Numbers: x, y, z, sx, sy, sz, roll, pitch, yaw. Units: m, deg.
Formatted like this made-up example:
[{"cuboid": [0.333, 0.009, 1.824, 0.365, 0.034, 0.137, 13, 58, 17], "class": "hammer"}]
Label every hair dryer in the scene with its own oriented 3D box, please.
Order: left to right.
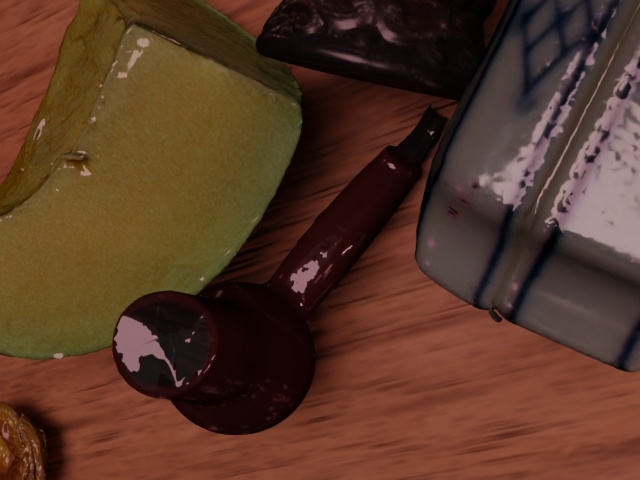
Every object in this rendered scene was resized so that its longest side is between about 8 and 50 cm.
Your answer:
[{"cuboid": [0.000, 0.000, 0.525, 0.123, 0.312, 0.340, 37, 78, 11], "class": "hair dryer"}]

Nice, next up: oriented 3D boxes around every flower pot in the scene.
[{"cuboid": [0.068, -0.253, 0.512, 0.266, 0.266, 0.267, 16, 102, 22], "class": "flower pot"}]

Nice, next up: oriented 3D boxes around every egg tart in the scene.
[{"cuboid": [-0.339, 0.238, 0.734, 0.130, 0.052, 0.130, -2, 85, 23], "class": "egg tart"}]

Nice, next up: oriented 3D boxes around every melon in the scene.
[{"cuboid": [-0.206, -0.063, 0.622, 0.331, 0.226, 0.343, 43, 114, 25], "class": "melon"}]

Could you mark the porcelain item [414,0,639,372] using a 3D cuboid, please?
[{"cuboid": [0.187, -0.074, 0.429, 0.157, 0.281, 0.286, 27, 97, 19], "class": "porcelain item"}]
